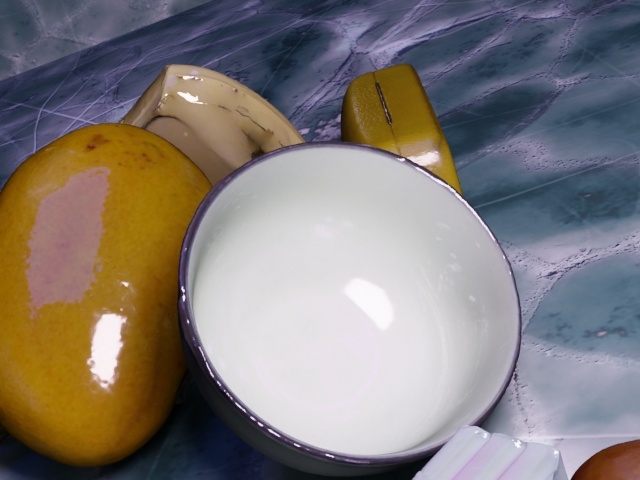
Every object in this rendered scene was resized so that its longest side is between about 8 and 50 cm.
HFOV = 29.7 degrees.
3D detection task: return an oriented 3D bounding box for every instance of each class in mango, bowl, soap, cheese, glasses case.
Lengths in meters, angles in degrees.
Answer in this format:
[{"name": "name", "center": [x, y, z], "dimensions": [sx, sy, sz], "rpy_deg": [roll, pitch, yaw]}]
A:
[{"name": "mango", "center": [-0.263, 0.059, 1.433], "dimensions": [0.300, 0.232, 0.446], "rpy_deg": [3, 57, -3]}, {"name": "bowl", "center": [0.011, 0.092, 1.244], "dimensions": [0.354, 0.354, 0.185], "rpy_deg": [-40, -11, -32]}, {"name": "soap", "center": [0.119, 0.269, 1.022], "dimensions": [0.145, 0.091, 0.230], "rpy_deg": [7, 39, 48]}, {"name": "cheese", "center": [-0.135, -0.102, 1.659], "dimensions": [0.259, 0.315, 0.128], "rpy_deg": [-38, 30, 44]}, {"name": "glasses case", "center": [0.099, -0.108, 1.631], "dimensions": [0.141, 0.173, 0.371], "rpy_deg": [-17, 25, 5]}]

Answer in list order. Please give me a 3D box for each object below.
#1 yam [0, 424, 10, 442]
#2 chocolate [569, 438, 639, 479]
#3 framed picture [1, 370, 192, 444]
[{"name": "yam", "center": [-0.432, 0.259, 1.430], "dimensions": [0.061, 0.061, 0.274], "rpy_deg": [12, 51, 47]}, {"name": "chocolate", "center": [0.272, 0.226, 0.920], "dimensions": [0.176, 0.177, 0.177], "rpy_deg": [-16, 27, 9]}, {"name": "framed picture", "center": [-0.292, 0.113, 1.663], "dimensions": [0.326, 0.028, 0.446], "rpy_deg": [-13, 28, 15]}]
